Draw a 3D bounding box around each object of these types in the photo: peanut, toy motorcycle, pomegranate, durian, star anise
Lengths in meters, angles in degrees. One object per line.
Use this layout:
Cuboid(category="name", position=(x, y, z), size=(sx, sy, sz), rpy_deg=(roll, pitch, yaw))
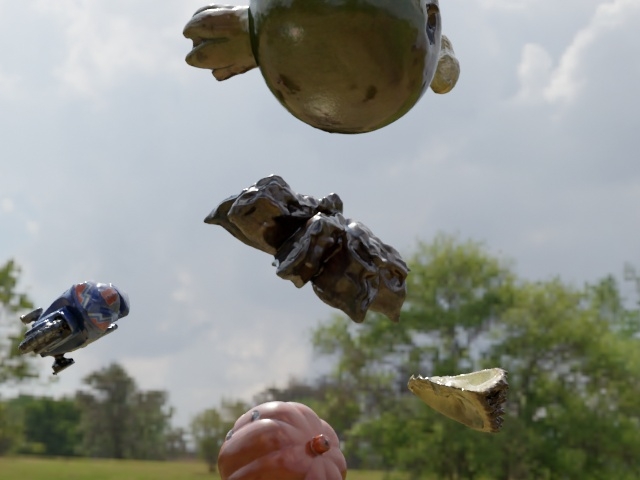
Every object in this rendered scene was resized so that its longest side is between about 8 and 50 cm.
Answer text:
Cuboid(category="peanut", position=(0.121, -0.178, 1.263), size=(0.037, 0.083, 0.037), rpy_deg=(0, -48, -1))
Cuboid(category="toy motorcycle", position=(-0.263, 0.086, 1.372), size=(0.114, 0.076, 0.205), rpy_deg=(-32, -1, -1))
Cuboid(category="pomegranate", position=(-0.002, -0.183, 1.027), size=(0.210, 0.179, 0.179), rpy_deg=(15, -15, -3))
Cuboid(category="durian", position=(0.113, 0.129, 1.005), size=(0.066, 0.052, 0.130), rpy_deg=(-1, -5, -19))
Cuboid(category="star anise", position=(-0.001, 0.000, 1.389), size=(0.223, 0.109, 0.236), rpy_deg=(36, 9, 24))

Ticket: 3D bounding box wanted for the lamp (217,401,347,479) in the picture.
Cuboid(category="lamp", position=(-0.048, 0.322, 1.816), size=(0.164, 0.188, 0.187), rpy_deg=(-34, -32, 30))
